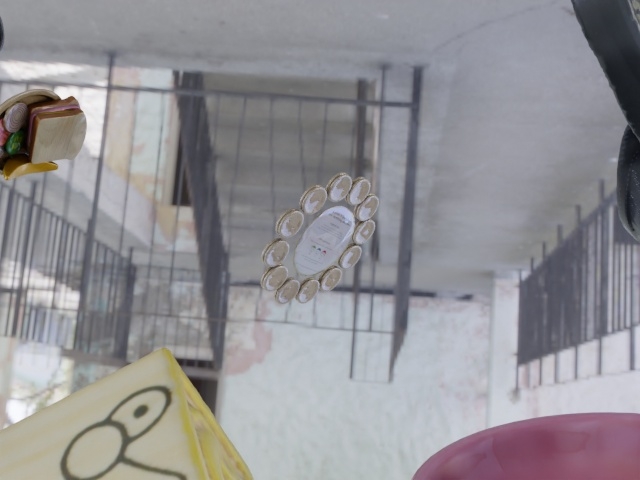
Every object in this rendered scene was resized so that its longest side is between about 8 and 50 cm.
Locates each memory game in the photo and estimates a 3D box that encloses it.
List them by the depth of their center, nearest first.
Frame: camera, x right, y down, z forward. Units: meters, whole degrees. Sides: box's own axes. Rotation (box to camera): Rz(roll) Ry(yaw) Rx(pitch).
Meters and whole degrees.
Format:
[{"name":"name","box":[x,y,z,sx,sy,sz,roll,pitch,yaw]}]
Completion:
[{"name":"memory game","box":[0.000,0.000,1.069,0.012,0.186,0.186,39,-169,34]}]

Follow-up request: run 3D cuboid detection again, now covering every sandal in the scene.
[{"name":"sandal","box":[0.306,-0.089,0.786,0.107,0.168,0.446,-9,128,42]}]

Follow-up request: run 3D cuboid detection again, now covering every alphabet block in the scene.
[{"name":"alphabet block","box":[-0.152,0.239,0.691,0.197,0.192,0.193,-26,129,-2]}]

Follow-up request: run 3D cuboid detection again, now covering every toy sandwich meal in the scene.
[{"name":"toy sandwich meal","box":[-0.219,-0.078,0.683,0.029,0.086,0.085,38,-177,22]}]

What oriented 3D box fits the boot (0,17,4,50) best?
[{"name":"boot","box":[-0.462,-0.246,1.059,0.222,0.118,0.338,18,167,21]}]

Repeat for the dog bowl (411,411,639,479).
[{"name":"dog bowl","box":[0.253,0.282,0.805,0.407,0.151,0.408,-7,-172,1]}]
